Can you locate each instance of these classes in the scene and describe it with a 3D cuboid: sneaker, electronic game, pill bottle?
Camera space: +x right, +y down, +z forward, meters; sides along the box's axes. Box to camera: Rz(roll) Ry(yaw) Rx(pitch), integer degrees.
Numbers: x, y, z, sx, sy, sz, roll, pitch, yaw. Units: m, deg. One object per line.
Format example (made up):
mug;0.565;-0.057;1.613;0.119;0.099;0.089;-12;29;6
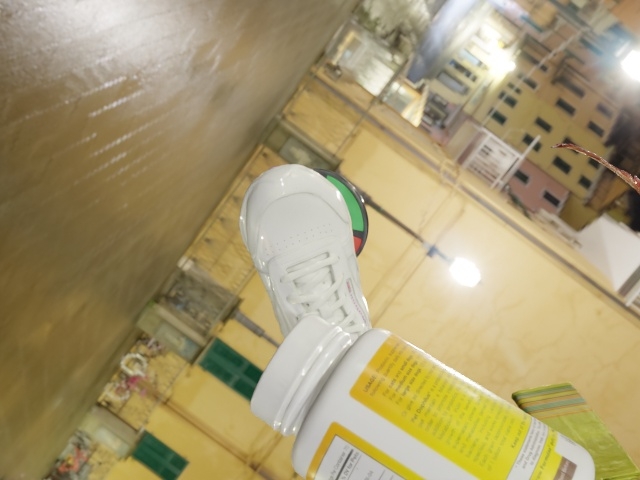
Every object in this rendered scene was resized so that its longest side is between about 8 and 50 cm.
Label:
sneaker;0.010;0.062;0.767;0.114;0.305;0.152;-24;-144;-9
electronic game;-0.006;-0.040;1.611;0.229;0.229;0.048;-53;170;27
pill bottle;0.063;0.139;0.517;0.117;0.215;0.117;-54;166;-21

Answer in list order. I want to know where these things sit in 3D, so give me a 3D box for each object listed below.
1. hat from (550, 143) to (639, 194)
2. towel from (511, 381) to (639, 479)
hat;0.337;-0.001;0.637;0.173;0.208;0.183;-11;-177;-18
towel;0.374;0.287;1.136;0.237;0.102;0.021;-108;-171;-69
